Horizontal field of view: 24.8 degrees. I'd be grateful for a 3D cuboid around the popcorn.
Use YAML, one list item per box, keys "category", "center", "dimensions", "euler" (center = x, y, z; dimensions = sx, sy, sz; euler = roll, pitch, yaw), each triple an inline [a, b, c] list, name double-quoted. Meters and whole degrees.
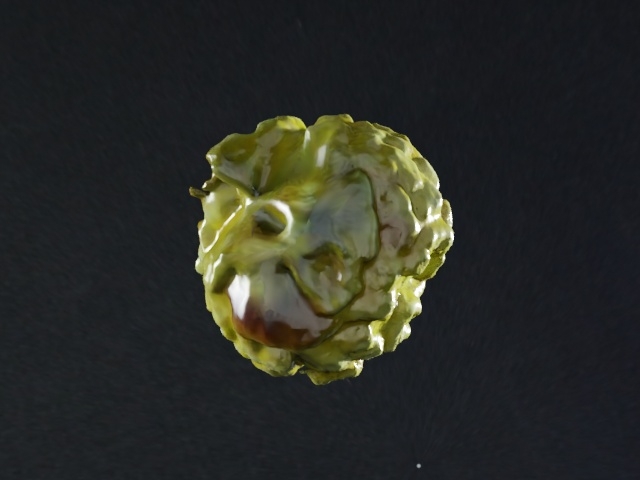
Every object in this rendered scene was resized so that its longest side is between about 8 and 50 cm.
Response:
- category: "popcorn"
  center: [-0.002, 0.002, 1.160]
  dimensions: [0.189, 0.169, 0.218]
  euler: [33, -84, 21]
